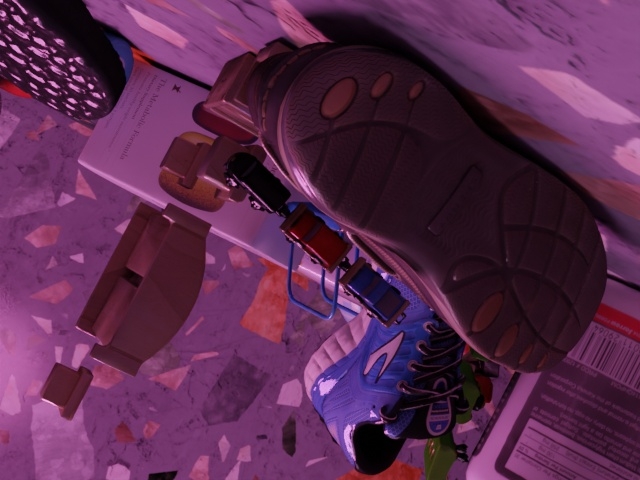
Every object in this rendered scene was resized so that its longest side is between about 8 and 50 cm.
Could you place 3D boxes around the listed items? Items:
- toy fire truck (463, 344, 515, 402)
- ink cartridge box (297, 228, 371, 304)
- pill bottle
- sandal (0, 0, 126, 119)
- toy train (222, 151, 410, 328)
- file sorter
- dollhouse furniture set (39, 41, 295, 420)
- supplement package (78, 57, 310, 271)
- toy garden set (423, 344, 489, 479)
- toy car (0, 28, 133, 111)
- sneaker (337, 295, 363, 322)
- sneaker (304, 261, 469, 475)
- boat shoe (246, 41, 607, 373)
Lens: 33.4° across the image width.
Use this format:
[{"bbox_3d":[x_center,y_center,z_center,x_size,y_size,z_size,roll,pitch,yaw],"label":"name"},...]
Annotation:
[{"bbox_3d":[0.316,0.187,1.751,0.253,0.169,0.302,7,171,12],"label":"toy fire truck"},{"bbox_3d":[0.031,0.000,1.330,0.306,0.131,0.226,25,176,18],"label":"ink cartridge box"},{"bbox_3d":[0.252,0.205,1.053,0.176,0.319,0.176,28,178,1],"label":"pill bottle"},{"bbox_3d":[-0.192,-0.200,0.593,0.167,0.107,0.446,28,164,14],"label":"sandal"},{"bbox_3d":[0.000,0.000,0.691,0.158,0.027,0.036,43,169,-11],"label":"toy train"},{"bbox_3d":[0.063,0.020,1.095,0.170,0.105,0.118,0,-170,-27],"label":"file sorter"},{"bbox_3d":[-0.076,0.040,0.909,0.173,0.356,0.303,28,176,-15],"label":"dollhouse furniture set"},{"bbox_3d":[-0.118,-0.084,1.191,0.244,0.139,0.134,25,176,24],"label":"supplement package"},{"bbox_3d":[0.173,0.123,1.140,0.049,0.244,0.204,19,-173,2],"label":"toy garden set"},{"bbox_3d":[-0.364,-0.163,1.114,0.219,0.238,0.210,27,176,23],"label":"toy car"},{"bbox_3d":[0.073,0.055,1.620,0.135,0.150,0.366,24,174,41],"label":"sneaker"},{"bbox_3d":[0.100,0.098,0.974,0.129,0.330,0.147,0,-133,-29],"label":"sneaker"},{"bbox_3d":[0.084,-0.028,0.757,0.355,0.132,0.130,43,178,-39],"label":"boat shoe"}]
